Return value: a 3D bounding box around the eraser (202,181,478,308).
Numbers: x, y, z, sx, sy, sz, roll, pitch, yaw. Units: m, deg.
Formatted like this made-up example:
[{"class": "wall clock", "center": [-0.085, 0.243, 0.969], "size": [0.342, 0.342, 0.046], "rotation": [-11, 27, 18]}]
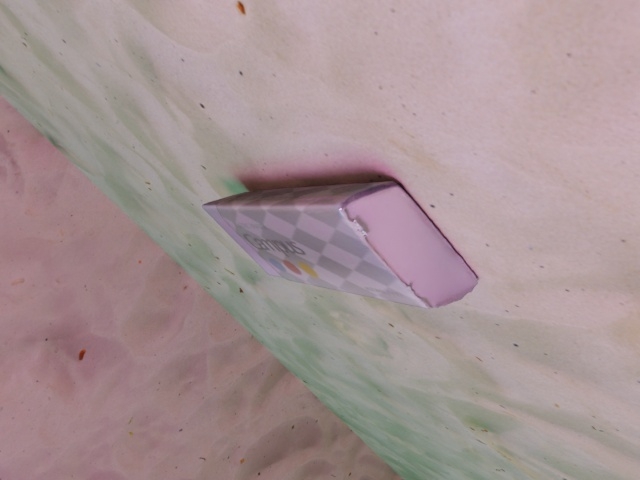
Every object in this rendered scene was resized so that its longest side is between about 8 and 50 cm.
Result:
[{"class": "eraser", "center": [0.001, 0.000, 0.857], "size": [0.213, 0.082, 0.397], "rotation": [47, 159, -24]}]
